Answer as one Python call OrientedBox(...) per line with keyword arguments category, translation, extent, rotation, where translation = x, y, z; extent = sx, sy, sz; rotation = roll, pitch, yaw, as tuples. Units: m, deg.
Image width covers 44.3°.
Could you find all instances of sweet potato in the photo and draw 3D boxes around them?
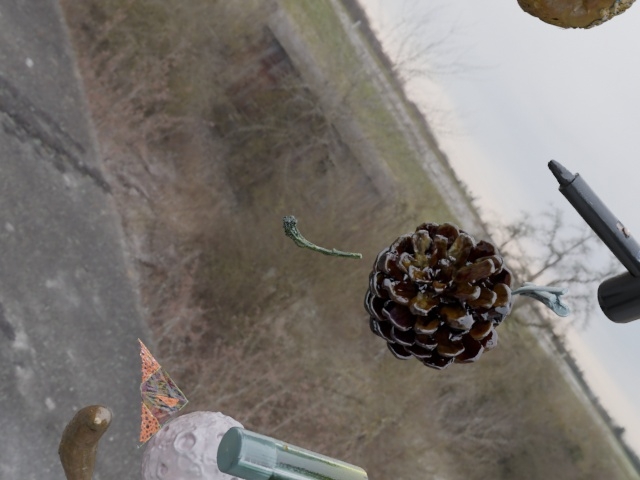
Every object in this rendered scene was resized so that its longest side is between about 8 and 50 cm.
OrientedBox(category="sweet potato", translation=(-0.561, 0.477, 1.838), extent=(0.092, 0.341, 0.114), rotation=(-12, 52, -40))

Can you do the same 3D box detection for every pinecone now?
OrientedBox(category="pinecone", translation=(0.231, 0.113, 1.538), extent=(0.296, 0.298, 0.242), rotation=(80, 11, -52))

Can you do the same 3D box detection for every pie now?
OrientedBox(category="pie", translation=(0.472, -0.487, 1.412), extent=(0.273, 0.273, 0.069), rotation=(48, 44, -45))

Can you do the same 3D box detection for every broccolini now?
OrientedBox(category="broccolini", translation=(-0.004, 0.006, 1.699), extent=(0.194, 0.052, 0.054), rotation=(28, 12, 5))

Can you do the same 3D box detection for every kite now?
OrientedBox(category="kite", translation=(-0.307, 0.306, 1.543), extent=(0.125, 0.008, 0.222), rotation=(26, 46, -44))

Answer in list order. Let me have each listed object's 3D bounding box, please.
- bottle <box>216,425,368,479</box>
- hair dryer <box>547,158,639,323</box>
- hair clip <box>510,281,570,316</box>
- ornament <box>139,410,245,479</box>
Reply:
OrientedBox(category="bottle", translation=(-0.045, 0.398, 1.365), extent=(0.286, 0.082, 0.082), rotation=(28, 22, -31))
OrientedBox(category="hair dryer", translation=(0.368, -0.004, 1.019), extent=(0.255, 0.128, 0.070), rotation=(47, 51, -5))
OrientedBox(category="hair clip", translation=(0.303, 0.080, 1.085), extent=(0.039, 0.030, 0.115), rotation=(68, -11, -11))
OrientedBox(category="ornament", translation=(-0.262, 0.501, 1.702), extent=(0.259, 0.259, 0.225), rotation=(56, 21, 2))
